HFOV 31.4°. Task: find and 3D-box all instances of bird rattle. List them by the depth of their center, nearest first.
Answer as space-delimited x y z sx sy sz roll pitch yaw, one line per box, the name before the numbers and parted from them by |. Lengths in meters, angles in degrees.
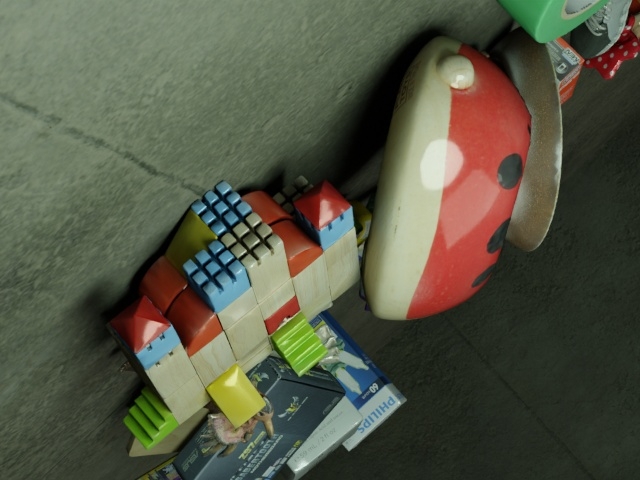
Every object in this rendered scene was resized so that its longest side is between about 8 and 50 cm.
bird rattle | 0.558 -0.376 1.963 0.253 0.143 0.207 -41 -175 9

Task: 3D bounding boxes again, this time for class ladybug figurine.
ladybug figurine | 0.156 -0.062 1.406 0.449 0.162 0.305 94 10 -60

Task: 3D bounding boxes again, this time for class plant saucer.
plant saucer | 0.259 -0.139 1.564 0.050 0.310 0.310 -2 160 -6

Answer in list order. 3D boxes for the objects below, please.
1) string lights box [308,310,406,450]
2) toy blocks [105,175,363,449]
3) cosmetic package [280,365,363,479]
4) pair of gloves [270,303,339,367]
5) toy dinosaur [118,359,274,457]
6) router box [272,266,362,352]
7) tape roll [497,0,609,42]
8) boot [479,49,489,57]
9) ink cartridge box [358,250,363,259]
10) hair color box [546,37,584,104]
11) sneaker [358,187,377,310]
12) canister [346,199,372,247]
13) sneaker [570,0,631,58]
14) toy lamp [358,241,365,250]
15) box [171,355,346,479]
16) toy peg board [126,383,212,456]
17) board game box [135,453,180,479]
string lights box | 0.019 0.239 2.070 0.133 0.259 0.077 -44 168 7
toy blocks | -0.098 0.046 1.287 0.381 0.191 0.261 -38 157 -14
cosmetic package | -0.046 0.291 1.942 0.151 0.183 0.151 -38 168 -15
pair of gloves | -0.072 0.160 1.770 0.204 0.042 0.240 -17 148 -6
toy dinosaur | -0.137 0.193 1.519 0.127 0.200 0.296 -45 175 3
router box | -0.056 0.050 1.465 0.179 0.133 0.046 -39 167 -12
tape roll | 0.355 -0.382 1.382 0.321 0.077 0.321 -40 169 -10
boot | 0.195 -0.152 1.601 0.112 0.115 0.305 -34 165 -24
ink cartridge box | 0.205 -0.060 2.081 0.304 0.072 0.307 -30 161 -47
hair color box | 0.343 -0.261 1.733 0.053 0.093 0.167 -43 169 -2
sneaker | 0.094 0.004 1.750 0.223 0.083 0.098 -69 179 -47
canister | 0.000 0.000 1.615 0.126 0.073 0.170 -46 169 19
sneaker | 0.398 -0.352 1.649 0.132 0.086 0.228 -25 150 -40
toy lamp | 0.072 -0.008 1.818 0.275 0.080 0.080 -30 164 -35
box | -0.093 0.288 1.752 0.232 0.059 0.183 -51 144 11
toy peg board | -0.209 0.239 1.730 0.161 0.079 0.160 0 128 -33
board game box | -0.363 0.534 2.417 0.141 0.048 0.170 -47 167 29
